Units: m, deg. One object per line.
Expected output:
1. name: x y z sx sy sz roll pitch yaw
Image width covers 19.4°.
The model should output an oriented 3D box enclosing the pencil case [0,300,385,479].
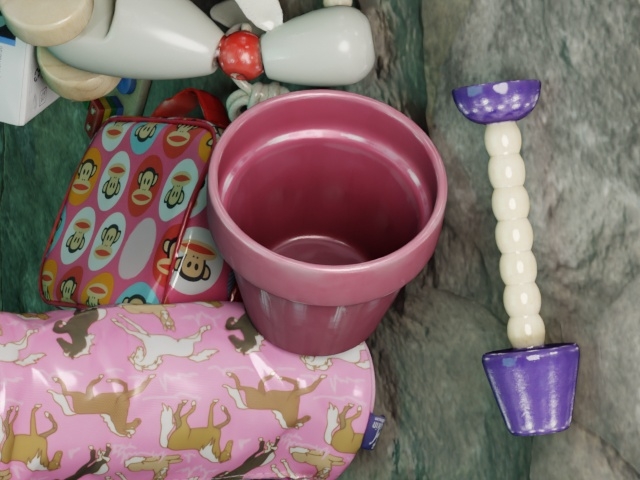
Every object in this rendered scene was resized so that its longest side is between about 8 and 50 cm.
1. pencil case: -0.142 0.145 1.683 0.160 0.386 0.167 117 145 -43

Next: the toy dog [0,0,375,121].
1. toy dog: -0.123 -0.218 1.692 0.220 0.334 0.161 134 144 -66

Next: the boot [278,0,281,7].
1. boot: -0.099 -0.335 1.811 0.246 0.083 0.161 59 148 36

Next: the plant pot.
1. plant pot: 0.000 0.000 1.623 0.180 0.201 0.201 97 150 -52

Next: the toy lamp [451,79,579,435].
1. toy lamp: 0.156 0.014 1.461 0.080 0.080 0.274 -5 92 60

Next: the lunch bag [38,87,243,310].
1. lunch bag: -0.162 -0.030 1.902 0.293 0.120 0.258 13 84 58

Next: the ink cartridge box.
1. ink cartridge box: -0.248 -0.248 1.876 0.065 0.332 0.165 15 116 13

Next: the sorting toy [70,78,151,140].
1. sorting toy: -0.251 -0.193 2.127 0.274 0.046 0.132 58 142 36
